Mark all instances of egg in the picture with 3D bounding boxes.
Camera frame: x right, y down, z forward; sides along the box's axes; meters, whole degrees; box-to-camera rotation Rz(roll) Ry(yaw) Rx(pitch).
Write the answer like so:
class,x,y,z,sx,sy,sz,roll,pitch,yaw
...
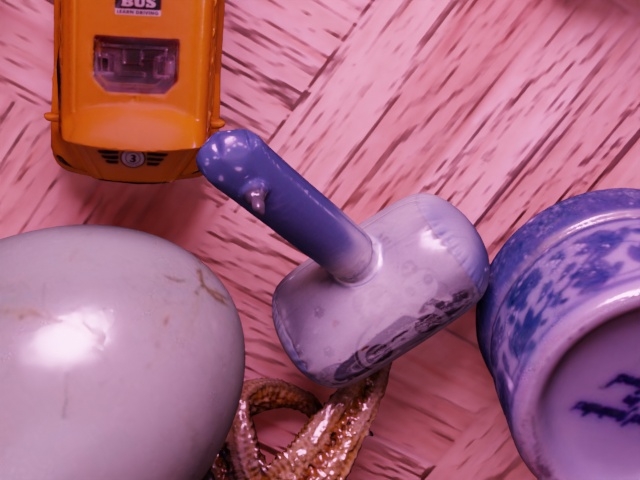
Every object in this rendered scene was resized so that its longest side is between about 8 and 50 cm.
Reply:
class,x,y,z,sx,sy,sz,roll,pitch,yaw
egg,-0.143,0.084,0.759,0.231,0.168,0.168,-30,120,9

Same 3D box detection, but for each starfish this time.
class,x,y,z,sx,sy,sz,roll,pitch,yaw
starfish,-0.012,0.142,0.859,0.146,0.074,0.190,42,107,0

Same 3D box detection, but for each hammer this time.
class,x,y,z,sx,sy,sz,roll,pitch,yaw
hammer,0.000,0.000,0.753,0.116,0.069,0.194,-33,142,14

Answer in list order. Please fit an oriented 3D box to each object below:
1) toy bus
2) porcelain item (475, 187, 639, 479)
class,x,y,z,sx,sy,sz,roll,pitch,yaw
toy bus,-0.082,-0.104,0.698,0.083,0.088,0.194,2,122,-6
porcelain item,0.159,0.054,0.806,0.147,0.114,0.147,-3,119,-5
